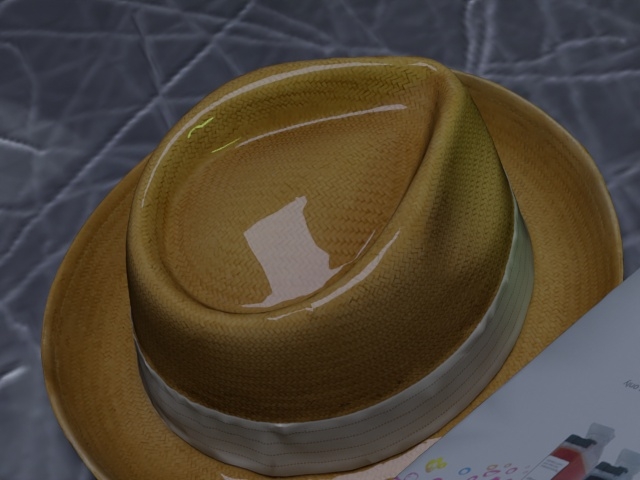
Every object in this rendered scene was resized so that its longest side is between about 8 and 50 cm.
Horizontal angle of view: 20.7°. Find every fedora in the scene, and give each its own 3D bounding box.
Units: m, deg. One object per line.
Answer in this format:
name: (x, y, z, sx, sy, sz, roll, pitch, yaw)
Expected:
fedora: (0.000, 0.000, 0.543, 0.194, 0.079, 0.194, -4, 55, 6)

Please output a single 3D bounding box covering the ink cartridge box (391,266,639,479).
ink cartridge box: (0.080, 0.112, 0.399, 0.176, 0.128, 0.127, -39, 27, -16)
